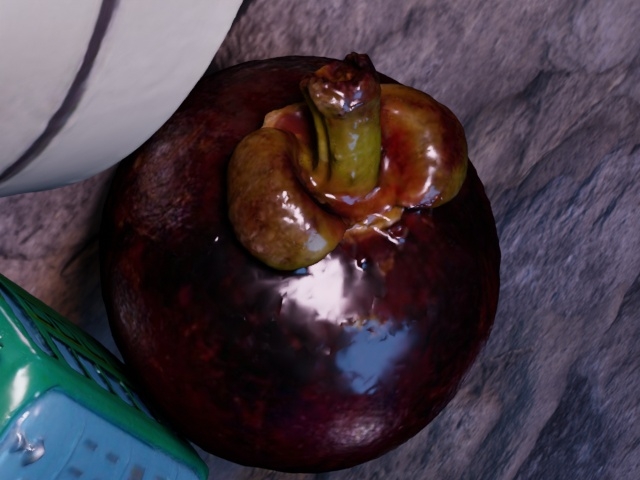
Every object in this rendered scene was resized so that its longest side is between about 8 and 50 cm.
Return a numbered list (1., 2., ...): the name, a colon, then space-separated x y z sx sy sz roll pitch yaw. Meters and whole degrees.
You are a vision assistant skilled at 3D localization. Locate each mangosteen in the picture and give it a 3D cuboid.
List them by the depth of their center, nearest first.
1. mangosteen: -0.002 0.008 1.341 0.293 0.297 0.297 -31 162 29

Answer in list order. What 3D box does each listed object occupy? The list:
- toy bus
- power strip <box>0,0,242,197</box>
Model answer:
1. toy bus: -0.215 0.135 1.295 0.183 0.199 0.343 -52 152 -3
2. power strip: -0.189 -0.185 0.835 0.161 0.357 0.357 -11 131 -51
